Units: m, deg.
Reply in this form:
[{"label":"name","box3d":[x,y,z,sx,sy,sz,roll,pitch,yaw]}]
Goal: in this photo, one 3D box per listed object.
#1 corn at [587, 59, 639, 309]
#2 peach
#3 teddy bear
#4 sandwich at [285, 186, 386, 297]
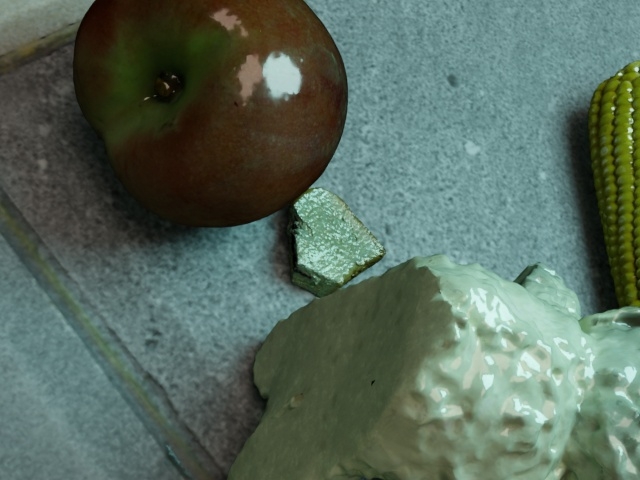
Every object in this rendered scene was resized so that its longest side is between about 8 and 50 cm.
[{"label":"corn","box3d":[0.368,-0.026,1.182,0.144,0.144,0.387,11,64,-18]},{"label":"peach","box3d":[-0.093,-0.136,0.992,0.252,0.252,0.252,10,61,-18]},{"label":"teddy bear","box3d":[0.169,0.170,0.883,0.362,0.375,0.327,28,52,-20]},{"label":"sandwich","box3d":[0.000,0.000,1.071,0.093,0.036,0.105,-31,78,-31]}]
